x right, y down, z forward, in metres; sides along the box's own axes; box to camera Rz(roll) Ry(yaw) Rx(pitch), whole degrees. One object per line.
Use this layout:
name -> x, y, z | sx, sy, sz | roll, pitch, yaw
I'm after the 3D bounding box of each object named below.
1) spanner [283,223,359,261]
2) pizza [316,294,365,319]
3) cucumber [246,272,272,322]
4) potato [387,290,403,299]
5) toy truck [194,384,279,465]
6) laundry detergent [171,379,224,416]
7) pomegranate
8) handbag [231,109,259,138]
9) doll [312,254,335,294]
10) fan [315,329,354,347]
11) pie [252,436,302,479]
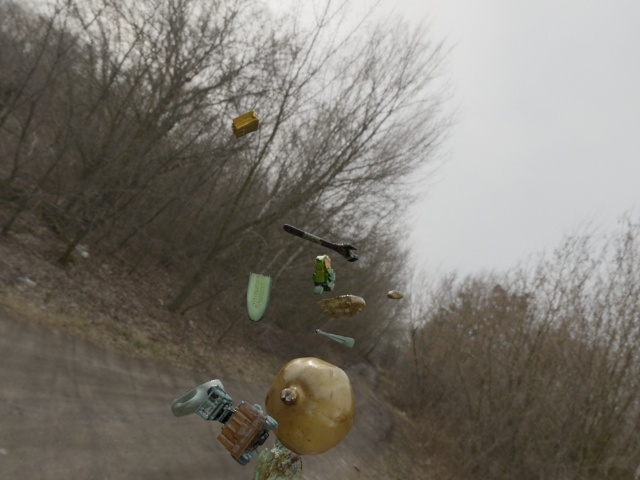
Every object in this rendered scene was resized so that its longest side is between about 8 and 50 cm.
spanner -> 0.000, 0.000, 1.607 | 0.316, 0.024, 0.087 | 22, -33, 13
pizza -> 0.103, 0.321, 2.034 | 0.223, 0.089, 0.323 | -9, -18, 8
cucumber -> -0.297, 0.278, 2.032 | 0.115, 0.243, 0.063 | 4, -34, 2
potato -> 0.363, 0.266, 2.093 | 0.092, 0.045, 0.046 | 2, 45, -26
toy truck -> -0.144, 0.325, 0.764 | 0.115, 0.080, 0.177 | 34, -20, 14
laundry detergent -> -0.523, 0.692, 1.882 | 0.280, 0.215, 0.105 | -34, -105, 46
pomegranate -> -0.042, 0.571, 1.517 | 0.342, 0.342, 0.342 | 35, -7, 5
handbag -> -0.176, -0.268, 1.001 | 0.027, 0.061, 0.083 | 60, -14, 0
doll -> 0.012, 0.165, 2.085 | 0.106, 0.186, 0.134 | -2, -3, 30
fan -> 0.057, 0.368, 1.613 | 0.193, 0.038, 0.016 | 26, -22, -34
pie -> -0.161, 0.917, 1.695 | 0.067, 0.302, 0.302 | -6, -31, 31
